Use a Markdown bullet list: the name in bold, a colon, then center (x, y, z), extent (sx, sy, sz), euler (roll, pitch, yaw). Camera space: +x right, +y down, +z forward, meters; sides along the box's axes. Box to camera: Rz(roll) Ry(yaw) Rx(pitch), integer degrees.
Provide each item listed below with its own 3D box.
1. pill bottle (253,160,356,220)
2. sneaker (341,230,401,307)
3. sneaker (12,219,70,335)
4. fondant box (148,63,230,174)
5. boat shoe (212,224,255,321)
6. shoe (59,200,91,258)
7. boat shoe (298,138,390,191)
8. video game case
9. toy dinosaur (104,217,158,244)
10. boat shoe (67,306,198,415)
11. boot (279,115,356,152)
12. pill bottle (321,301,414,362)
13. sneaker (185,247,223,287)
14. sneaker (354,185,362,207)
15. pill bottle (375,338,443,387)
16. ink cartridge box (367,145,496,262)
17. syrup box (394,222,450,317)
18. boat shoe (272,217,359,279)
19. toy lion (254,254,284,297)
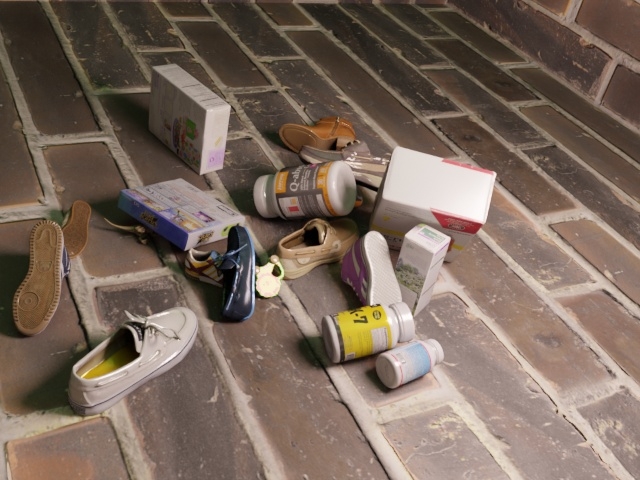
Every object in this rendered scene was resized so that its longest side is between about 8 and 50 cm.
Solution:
- **pill bottle**: center (-0.047, -0.142, 2.103), extent (0.279, 0.162, 0.162), euler (-4, 29, 27)
- **sneaker**: center (0.129, 0.132, 1.922), extent (0.102, 0.161, 0.281), euler (8, 66, -31)
- **sneaker**: center (-0.672, 0.108, 1.732), extent (0.099, 0.153, 0.282), euler (7, 67, -12)
- **fondant box**: center (-0.439, -0.403, 2.344), extent (0.096, 0.238, 0.330), euler (-19, 47, -37)
- **boat shoe**: center (-0.219, 0.074, 1.815), extent (0.089, 0.109, 0.258), euler (8, 57, -28)
- **shoe**: center (-0.672, -0.019, 1.927), extent (0.077, 0.058, 0.219), euler (33, 33, -26)
- **boat shoe**: center (0.108, -0.241, 2.200), extent (0.356, 0.130, 0.132), euler (18, -5, -7)
- **video game case**: center (-0.395, -0.080, 2.037), extent (0.270, 0.061, 0.244), euler (31, 26, 24)
- **toy dinosaur**: center (-0.508, -0.029, 1.999), extent (0.183, 0.053, 0.093), euler (-2, 23, -31)
- **boat shoe**: center (-0.410, 0.223, 1.587), extent (0.136, 0.156, 0.367), euler (31, 41, 23)
- **boot**: center (-0.004, -0.399, 2.571), extent (0.284, 0.109, 0.220), euler (11, 37, -6)
- **pill bottle**: center (0.116, 0.221, 1.745), extent (0.209, 0.119, 0.119), euler (-12, 41, -12)
- **sneaker**: center (-0.269, 0.073, 1.889), extent (0.186, 0.083, 0.069), euler (11, 36, -1)
- **sneaker**: center (0.112, -0.201, 2.360), extent (0.121, 0.099, 0.262), euler (3, 38, -20)
- **pill bottle**: center (0.220, 0.294, 1.733), extent (0.160, 0.087, 0.087), euler (-15, 44, -32)
- **ink cartridge box**: center (0.296, -0.086, 2.010), extent (0.279, 0.384, 0.160), euler (14, 73, 1)
- **syrup box**: center (0.260, 0.080, 1.904), extent (0.093, 0.236, 0.096), euler (30, 40, 24)
- **boat shoe**: center (0.000, 0.000, 2.042), extent (0.122, 0.110, 0.341), euler (33, 41, 26)
- **toy lion**: center (-0.137, 0.102, 1.898), extent (0.100, 0.034, 0.096), euler (-32, 89, -29)
